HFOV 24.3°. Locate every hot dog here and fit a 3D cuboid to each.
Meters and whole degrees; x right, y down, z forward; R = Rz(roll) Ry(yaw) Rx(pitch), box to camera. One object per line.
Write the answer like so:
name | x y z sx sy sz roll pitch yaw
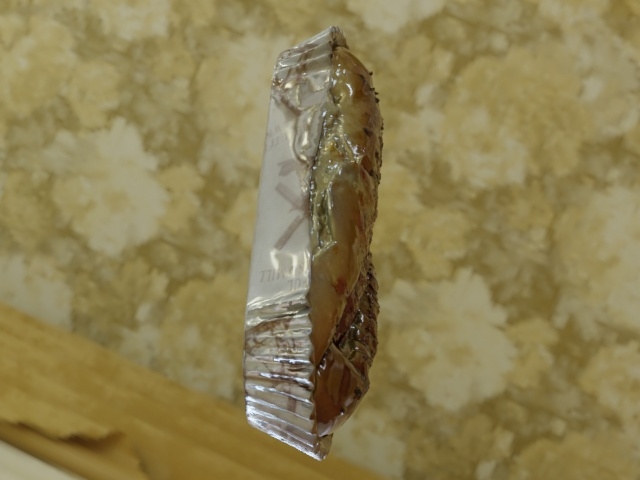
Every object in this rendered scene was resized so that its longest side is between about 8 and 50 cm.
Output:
hot dog | 0.000 0.000 0.608 0.099 0.053 0.192 80 -169 -50
